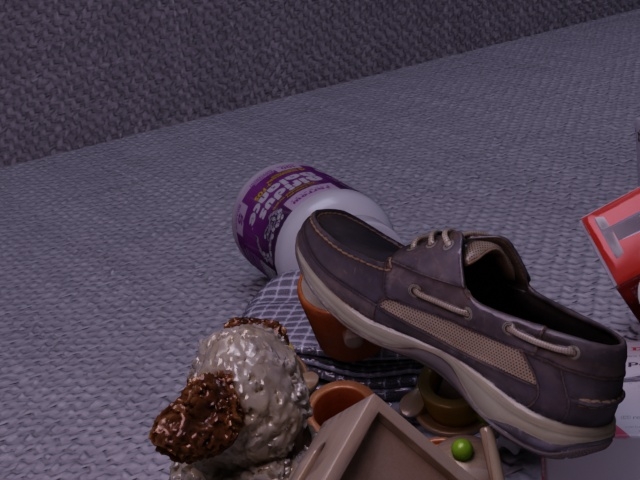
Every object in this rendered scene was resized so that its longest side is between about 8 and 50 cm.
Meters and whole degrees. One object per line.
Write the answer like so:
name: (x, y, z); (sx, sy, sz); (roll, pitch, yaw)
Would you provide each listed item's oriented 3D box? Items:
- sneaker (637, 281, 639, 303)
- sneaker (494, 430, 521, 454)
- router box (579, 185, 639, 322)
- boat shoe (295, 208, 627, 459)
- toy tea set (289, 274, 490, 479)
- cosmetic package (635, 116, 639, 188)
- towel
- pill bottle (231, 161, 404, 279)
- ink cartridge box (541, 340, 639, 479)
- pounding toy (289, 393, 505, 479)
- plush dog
sneaker: (0.427, 0.137, 1.159); (0.148, 0.131, 0.350); (29, 21, -50)
sneaker: (0.197, 0.178, 1.369); (0.054, 0.061, 0.152); (23, 4, 10)
router box: (0.445, -0.027, 1.421); (0.301, 0.082, 0.335); (-29, -19, 12)
boat shoe: (0.130, 0.050, 1.204); (0.355, 0.130, 0.132); (33, 24, 29)
toy tea set: (0.054, 0.126, 1.295); (0.200, 0.124, 0.336); (-38, 50, -26)
cosmetic package: (0.560, -0.102, 1.917); (0.184, 0.151, 0.151); (-8, 17, -2)
towel: (0.040, 0.116, 1.525); (0.284, 0.121, 0.235); (-3, 19, 14)
pill bottle: (0.000, 0.000, 1.817); (0.169, 0.169, 0.301); (-14, 19, -19)
ink cartridge box: (0.297, 0.175, 1.280); (0.159, 0.092, 0.218); (-3, 17, 14)
pounding toy: (0.081, 0.230, 1.124); (0.094, 0.206, 0.181); (-38, 14, 50)
plush dog: (-0.060, 0.184, 1.182); (0.211, 0.225, 0.262); (-4, 18, 11)
